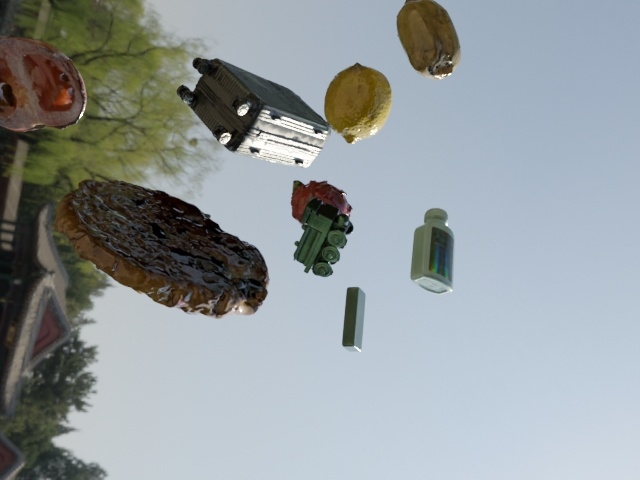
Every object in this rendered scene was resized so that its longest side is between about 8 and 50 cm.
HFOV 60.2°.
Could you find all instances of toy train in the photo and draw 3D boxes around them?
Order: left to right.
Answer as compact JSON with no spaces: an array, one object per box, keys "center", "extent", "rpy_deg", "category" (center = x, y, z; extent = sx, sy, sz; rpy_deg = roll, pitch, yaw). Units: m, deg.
[{"center":[0.000,0.000,1.158],"extent":[0.170,0.111,0.071],"rpy_deg":[-65,176,38],"category":"toy train"}]

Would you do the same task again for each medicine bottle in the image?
[{"center":[0.307,0.022,1.491],"extent":[0.083,0.121,0.229],"rpy_deg":[-29,-139,47],"category":"medicine bottle"}]

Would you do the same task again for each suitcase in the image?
[{"center":[-0.132,-0.265,1.179],"extent":[0.202,0.312,0.128],"rpy_deg":[47,-66,26],"category":"suitcase"}]

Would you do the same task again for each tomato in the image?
[{"center":[-0.592,-0.335,1.136],"extent":[0.112,0.228,0.199],"rpy_deg":[-96,-175,-48],"category":"tomato"}]

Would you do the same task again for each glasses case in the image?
[{"center":[0.101,0.236,1.659],"extent":[0.039,0.078,0.184],"rpy_deg":[-3,-115,22],"category":"glasses case"}]

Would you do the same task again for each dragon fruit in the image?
[{"center":[-0.002,-0.108,1.737],"extent":[0.172,0.209,0.172],"rpy_deg":[-161,-90,-89],"category":"dragon fruit"}]

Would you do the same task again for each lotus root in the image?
[{"center":[0.311,-0.598,1.605],"extent":[0.146,0.160,0.284],"rpy_deg":[-49,-129,50],"category":"lotus root"}]

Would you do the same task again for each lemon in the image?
[{"center":[0.121,-0.452,1.842],"extent":[0.228,0.228,0.253],"rpy_deg":[43,-64,55],"category":"lemon"}]

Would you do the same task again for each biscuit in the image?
[{"center":[-0.235,0.016,0.853],"extent":[0.081,0.334,0.289],"rpy_deg":[-58,-156,17],"category":"biscuit"}]
